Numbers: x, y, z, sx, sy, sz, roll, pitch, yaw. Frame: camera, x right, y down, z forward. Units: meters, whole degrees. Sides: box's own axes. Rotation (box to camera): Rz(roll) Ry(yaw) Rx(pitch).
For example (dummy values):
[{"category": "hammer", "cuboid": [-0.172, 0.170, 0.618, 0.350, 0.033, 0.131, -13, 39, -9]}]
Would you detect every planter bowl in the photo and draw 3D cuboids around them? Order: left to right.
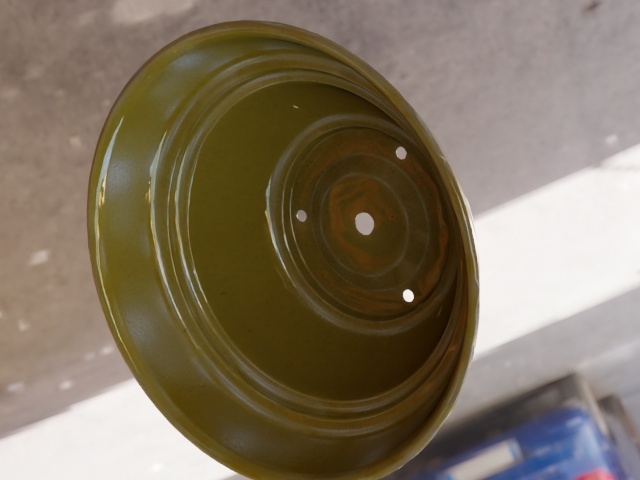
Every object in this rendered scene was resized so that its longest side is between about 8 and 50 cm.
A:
[{"category": "planter bowl", "cuboid": [0.000, 0.000, 0.735, 0.217, 0.217, 0.090, -33, 173, 37]}]
